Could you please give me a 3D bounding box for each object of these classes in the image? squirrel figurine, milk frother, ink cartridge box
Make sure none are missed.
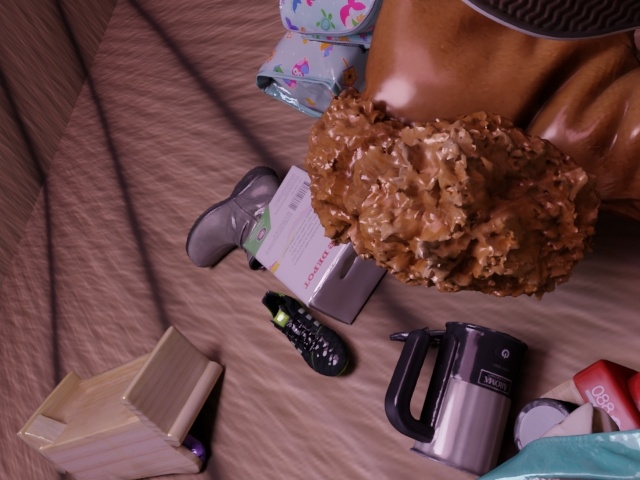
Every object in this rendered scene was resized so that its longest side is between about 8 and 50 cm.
[{"bbox_3d":[0.197,-0.076,0.508,0.397,0.281,0.370,-41,56,-17],"label":"squirrel figurine"},{"bbox_3d":[0.126,0.156,0.587,0.143,0.129,0.134,96,-166,-75],"label":"milk frother"},{"bbox_3d":[0.000,0.000,0.814,0.154,0.093,0.212,-58,37,2],"label":"ink cartridge box"}]

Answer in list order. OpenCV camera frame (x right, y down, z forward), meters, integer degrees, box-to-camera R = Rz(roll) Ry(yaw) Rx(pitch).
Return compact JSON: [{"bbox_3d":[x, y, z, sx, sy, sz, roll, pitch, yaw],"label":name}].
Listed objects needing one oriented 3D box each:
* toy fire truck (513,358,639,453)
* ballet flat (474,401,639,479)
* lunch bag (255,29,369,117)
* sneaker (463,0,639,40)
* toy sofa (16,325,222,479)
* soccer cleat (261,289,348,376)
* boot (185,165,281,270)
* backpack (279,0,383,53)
[{"bbox_3d":[0.297,0.158,0.366,0.246,0.159,0.217,-47,38,30],"label":"toy fire truck"},{"bbox_3d":[0.198,0.136,0.335,0.247,0.083,0.087,-22,26,35],"label":"ballet flat"},{"bbox_3d":[0.021,-0.328,0.960,0.262,0.160,0.223,26,86,46],"label":"lunch bag"},{"bbox_3d":[0.203,-0.213,0.388,0.105,0.290,0.123,104,161,-50],"label":"sneaker"},{"bbox_3d":[-0.326,0.296,0.954,0.363,0.177,0.150,-26,24,35],"label":"toy sofa"},{"bbox_3d":[-0.027,0.126,0.774,0.060,0.072,0.179,-56,38,3],"label":"soccer cleat"},{"bbox_3d":[-0.140,-0.004,0.985,0.246,0.083,0.161,-45,46,18],"label":"boot"},{"bbox_3d":[0.075,-0.343,0.684,0.254,0.191,0.225,22,124,33],"label":"backpack"}]
